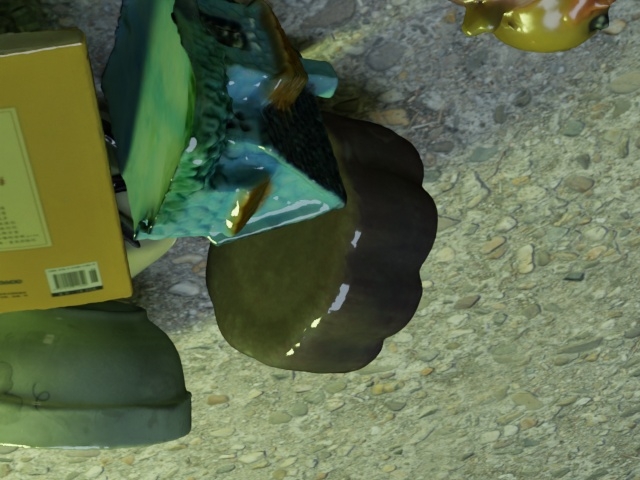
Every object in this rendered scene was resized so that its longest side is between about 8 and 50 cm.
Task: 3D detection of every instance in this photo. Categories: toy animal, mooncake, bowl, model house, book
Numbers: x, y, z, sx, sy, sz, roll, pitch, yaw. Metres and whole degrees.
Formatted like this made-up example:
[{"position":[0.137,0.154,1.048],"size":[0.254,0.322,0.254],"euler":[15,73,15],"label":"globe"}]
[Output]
[{"position":[0.199,-0.277,1.446],"size":[0.281,0.195,0.169],"euler":[22,168,-36],"label":"toy animal"},{"position":[0.000,0.000,1.621],"size":[0.154,0.306,0.306],"euler":[9,137,-40],"label":"mooncake"},{"position":[-0.303,0.155,1.734],"size":[0.307,0.163,0.307],"euler":[6,-179,0],"label":"bowl"},{"position":[-0.070,-0.134,1.426],"size":[0.241,0.261,0.226],"euler":[4,139,-26],"label":"model house"},{"position":[-0.341,-0.051,1.433],"size":[0.268,0.032,0.389],"euler":[-5,140,-4],"label":"book"}]

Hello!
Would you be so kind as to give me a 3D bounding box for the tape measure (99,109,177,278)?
[{"position":[-0.284,-0.046,1.567],"size":[0.231,0.133,0.271],"euler":[-35,138,23],"label":"tape measure"}]
